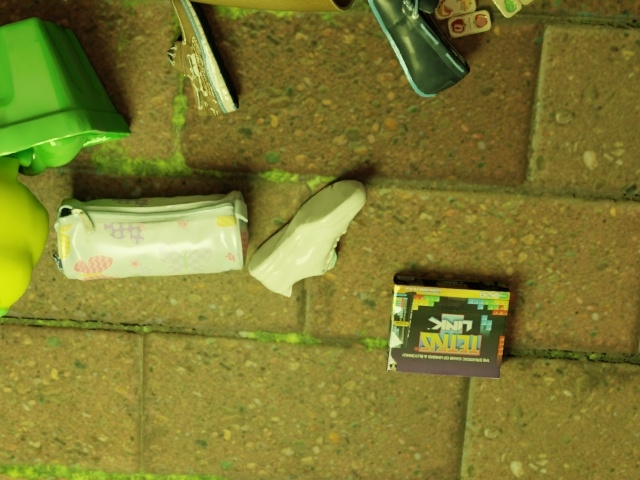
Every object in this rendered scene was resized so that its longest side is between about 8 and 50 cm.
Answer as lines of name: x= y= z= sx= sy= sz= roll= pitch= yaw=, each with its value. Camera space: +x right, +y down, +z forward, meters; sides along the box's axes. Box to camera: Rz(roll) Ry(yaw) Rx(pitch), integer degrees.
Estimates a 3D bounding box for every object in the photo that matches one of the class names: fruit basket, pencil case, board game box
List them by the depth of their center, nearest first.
fruit basket: x=-0.445 y=-0.080 z=1.598 sx=0.392 sy=0.283 sz=0.392 roll=0 pitch=94 yaw=5
pencil case: x=-0.236 y=-0.011 z=1.707 sx=0.273 sy=0.113 sz=0.124 roll=-2 pitch=130 yaw=1
board game box: x=0.186 y=0.128 z=1.779 sx=0.170 sy=0.048 sz=0.141 roll=3 pitch=107 yaw=0

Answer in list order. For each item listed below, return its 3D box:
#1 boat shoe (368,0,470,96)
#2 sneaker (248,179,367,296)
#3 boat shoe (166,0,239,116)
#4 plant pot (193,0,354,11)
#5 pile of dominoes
boat shoe: x=0.122 y=-0.318 z=1.606 sx=0.089 sy=0.109 sz=0.258 roll=-19 pitch=127 yaw=20
sneaker: x=0.000 y=0.000 z=1.736 sx=0.212 sy=0.080 sz=0.094 roll=-39 pitch=115 yaw=20
boat shoe: x=-0.174 y=-0.253 z=1.651 sx=0.066 sy=0.066 sz=0.183 roll=-19 pitch=107 yaw=9
plant pot: x=-0.105 y=-0.394 z=1.535 sx=0.254 sy=0.237 sz=0.237 roll=-5 pitch=109 yaw=17
pile of dominoes: x=0.193 y=-0.400 z=1.608 sx=0.196 sy=0.040 sz=0.251 roll=-38 pitch=103 yaw=12
